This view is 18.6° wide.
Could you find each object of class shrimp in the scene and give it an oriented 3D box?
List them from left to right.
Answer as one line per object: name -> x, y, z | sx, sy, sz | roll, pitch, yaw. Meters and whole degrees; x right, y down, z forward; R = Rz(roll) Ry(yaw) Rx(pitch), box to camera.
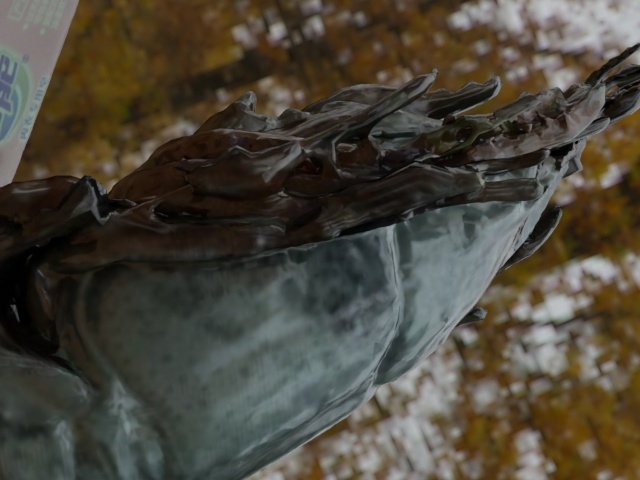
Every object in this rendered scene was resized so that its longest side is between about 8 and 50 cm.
shrimp -> 0.000, 0.000, 0.417 | 0.079, 0.233, 0.090 | 58, -23, 19

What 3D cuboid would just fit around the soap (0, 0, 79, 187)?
soap -> -0.184, -0.162, 0.894 | 0.218, 0.273, 0.098 | 25, 7, 32
